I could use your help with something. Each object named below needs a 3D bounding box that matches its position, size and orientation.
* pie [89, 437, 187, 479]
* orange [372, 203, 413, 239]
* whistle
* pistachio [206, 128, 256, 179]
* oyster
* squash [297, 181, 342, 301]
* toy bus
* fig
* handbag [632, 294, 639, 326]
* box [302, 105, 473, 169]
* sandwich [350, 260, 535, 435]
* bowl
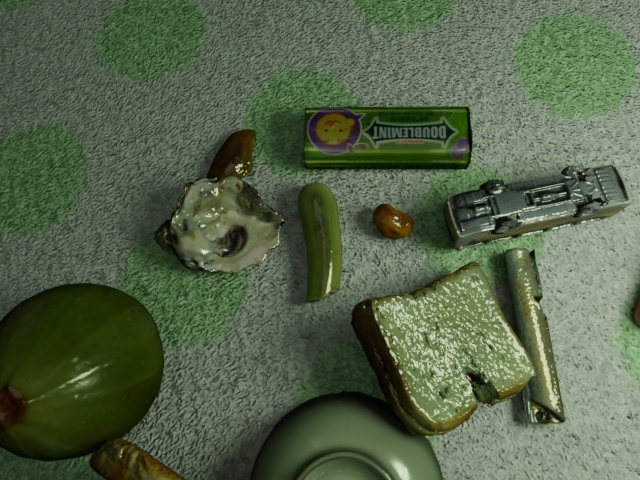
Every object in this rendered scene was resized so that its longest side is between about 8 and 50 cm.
[{"bbox_3d":[-0.227,0.412,0.785,0.315,0.315,0.092,30,57,12],"label":"pie"},{"bbox_3d":[0.145,-0.034,1.014,0.086,0.086,0.062,30,100,12],"label":"orange"},{"bbox_3d":[0.393,0.172,0.941,0.068,0.057,0.326,-3,73,4],"label":"whistle"},{"bbox_3d":[-0.187,-0.178,1.092,0.090,0.049,0.173,23,76,10],"label":"pistachio"},{"bbox_3d":[-0.200,-0.023,1.029,0.223,0.083,0.214,37,86,-4],"label":"oyster"},{"bbox_3d":[0.000,0.000,1.012,0.083,0.083,0.250,-5,75,2],"label":"squash"},{"bbox_3d":[0.409,-0.066,0.973,0.343,0.138,0.097,-12,73,-1],"label":"toy bus"},{"bbox_3d":[-0.424,0.223,0.841,0.316,0.316,0.316,-1,72,3],"label":"fig"},{"bbox_3d":[0.703,0.093,0.945,0.157,0.059,0.212,28,75,12],"label":"handbag"},{"bbox_3d":[0.139,-0.216,1.058,0.346,0.097,0.134,2,72,4],"label":"box"},{"bbox_3d":[0.214,0.188,0.879,0.273,0.095,0.249,-16,71,-27],"label":"sandwich"},{"bbox_3d":[0.040,0.426,0.815,0.354,0.185,0.353,-1,72,3],"label":"bowl"}]
